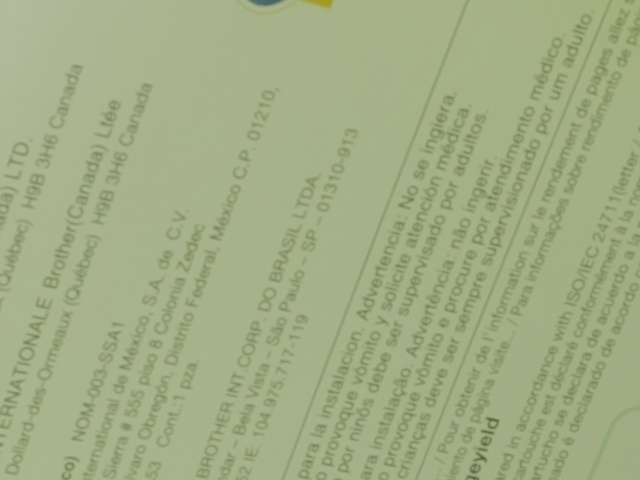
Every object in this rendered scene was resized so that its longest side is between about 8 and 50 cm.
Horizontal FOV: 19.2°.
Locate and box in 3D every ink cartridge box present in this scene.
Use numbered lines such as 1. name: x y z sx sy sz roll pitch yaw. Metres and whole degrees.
1. ink cartridge box: 0.000 0.000 0.368 0.311 0.065 0.186 13 105 -27
